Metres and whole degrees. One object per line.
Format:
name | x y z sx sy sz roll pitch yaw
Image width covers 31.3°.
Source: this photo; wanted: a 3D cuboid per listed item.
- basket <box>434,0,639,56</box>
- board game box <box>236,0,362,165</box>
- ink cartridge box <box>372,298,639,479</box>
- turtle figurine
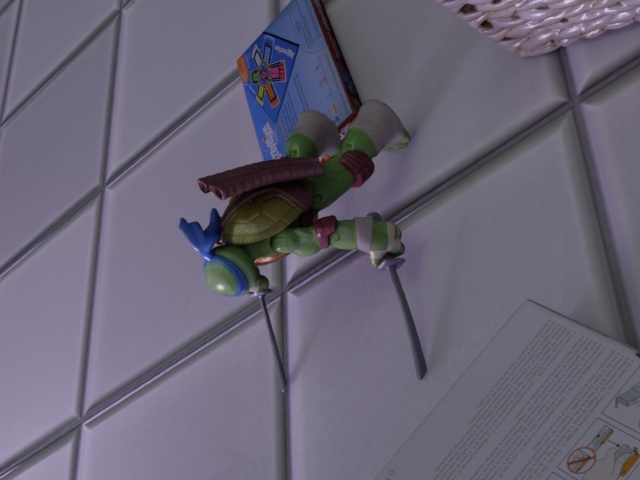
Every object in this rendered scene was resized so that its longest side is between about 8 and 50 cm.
basket | 0.232 -0.373 0.990 0.328 0.266 0.331 -9 59 49
board game box | -0.029 -0.187 1.407 0.145 0.027 0.281 -43 39 23
ink cartridge box | 0.153 0.192 0.822 0.275 0.060 0.239 -48 36 -11
turtle figurine | 0.000 0.000 1.178 0.266 0.275 0.198 -60 6 -33
